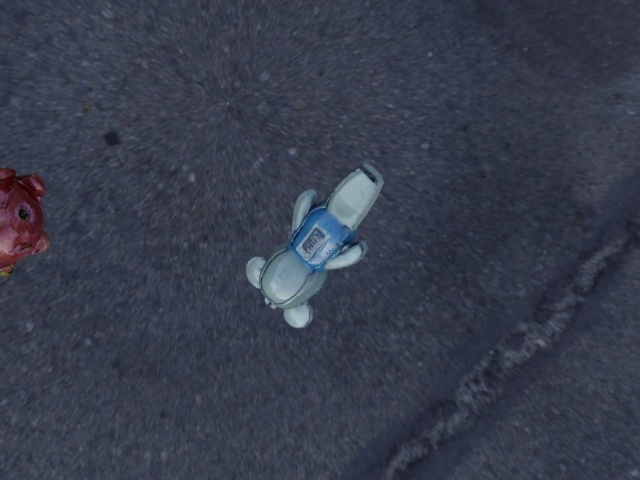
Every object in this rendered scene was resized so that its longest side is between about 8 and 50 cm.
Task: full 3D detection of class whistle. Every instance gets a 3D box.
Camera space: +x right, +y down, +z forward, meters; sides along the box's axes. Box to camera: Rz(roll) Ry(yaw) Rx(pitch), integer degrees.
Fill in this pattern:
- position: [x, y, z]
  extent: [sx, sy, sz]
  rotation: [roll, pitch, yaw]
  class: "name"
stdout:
- position: [0.000, 0.000, 1.241]
  extent: [0.114, 0.077, 0.236]
  rotation: [46, 119, 15]
  class: "whistle"

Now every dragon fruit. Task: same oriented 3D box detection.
- position: [-0.354, -0.017, 1.175]
  extent: [0.068, 0.112, 0.126]
  rotation: [13, 87, 19]
  class: "dragon fruit"
